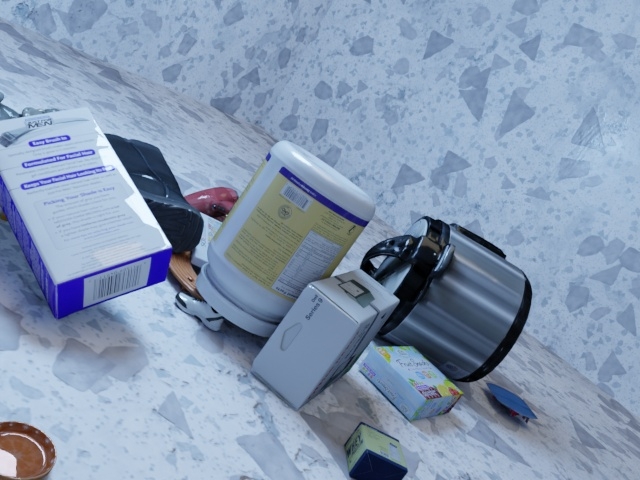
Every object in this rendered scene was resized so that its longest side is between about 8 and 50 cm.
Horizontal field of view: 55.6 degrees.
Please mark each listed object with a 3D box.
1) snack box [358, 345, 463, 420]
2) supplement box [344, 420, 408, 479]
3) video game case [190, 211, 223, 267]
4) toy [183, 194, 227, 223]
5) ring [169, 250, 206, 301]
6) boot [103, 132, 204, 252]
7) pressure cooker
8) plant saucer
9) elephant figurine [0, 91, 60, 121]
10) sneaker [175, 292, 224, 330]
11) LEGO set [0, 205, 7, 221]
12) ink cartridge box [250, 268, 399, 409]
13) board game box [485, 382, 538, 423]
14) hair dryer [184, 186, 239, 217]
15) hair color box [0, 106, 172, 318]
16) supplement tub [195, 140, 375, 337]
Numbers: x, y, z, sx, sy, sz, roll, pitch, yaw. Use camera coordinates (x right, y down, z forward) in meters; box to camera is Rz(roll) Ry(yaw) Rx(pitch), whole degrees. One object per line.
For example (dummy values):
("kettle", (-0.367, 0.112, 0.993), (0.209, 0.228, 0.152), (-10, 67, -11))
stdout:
("snack box", (0.212, 0.326, 1.411), (0.174, 0.070, 0.207), (42, 16, 34))
("supplement box", (0.093, 0.367, 1.027), (0.083, 0.056, 0.083), (30, 14, -12))
("video game case", (-0.195, 0.034, 1.424), (0.226, 0.026, 0.206), (27, 23, -24))
("toy", (-0.281, -0.056, 1.675), (0.237, 0.056, 0.137), (29, 15, -14))
("ring", (-0.198, 0.104, 1.358), (0.336, 0.032, 0.337), (30, 14, -8))
("boot", (-0.484, -0.155, 1.372), (0.366, 0.146, 0.445), (25, 16, -38))
("pressure cooker", (0.308, 0.139, 1.655), (0.420, 0.370, 0.376), (31, 24, -4))
("plant saucer", (-0.329, 0.229, 0.656), (0.083, 0.013, 0.083), (30, 14, -8))
("elephant figurine", (-0.616, -0.219, 1.265), (0.169, 0.186, 0.239), (2, -5, 34))
("sneaker", (-0.230, 0.128, 1.172), (0.109, 0.044, 0.040), (32, 15, 3))
("LEGO set", (-0.585, -0.113, 1.090), (0.093, 0.087, 0.227), (18, 44, -17))
("ink cartridge box", (0.019, 0.182, 1.188), (0.121, 0.211, 0.289), (38, 15, 15))
("board game box", (0.534, 0.467, 1.727), (0.133, 0.033, 0.169), (25, 9, -8))
("hair dryer", (-0.249, -0.099, 1.542), (0.293, 0.080, 0.223), (-7, 5, 9))
("hair color box", (-0.405, -0.058, 0.993), (0.185, 0.110, 0.339), (-20, 64, -34))
("supplement tub", (-0.073, -0.001, 1.200), (0.241, 0.331, 0.241), (34, 10, -7))
